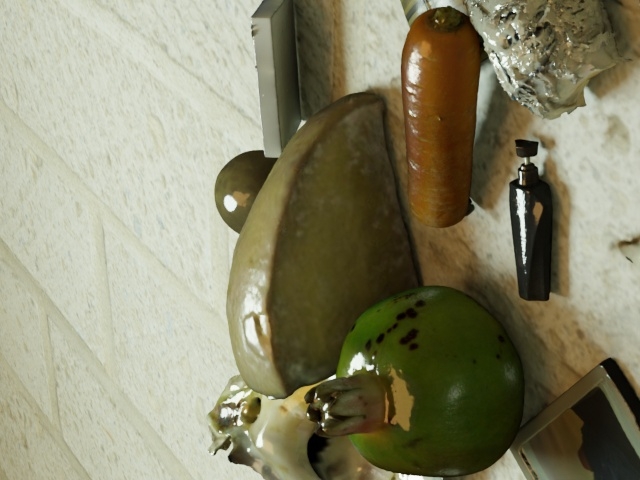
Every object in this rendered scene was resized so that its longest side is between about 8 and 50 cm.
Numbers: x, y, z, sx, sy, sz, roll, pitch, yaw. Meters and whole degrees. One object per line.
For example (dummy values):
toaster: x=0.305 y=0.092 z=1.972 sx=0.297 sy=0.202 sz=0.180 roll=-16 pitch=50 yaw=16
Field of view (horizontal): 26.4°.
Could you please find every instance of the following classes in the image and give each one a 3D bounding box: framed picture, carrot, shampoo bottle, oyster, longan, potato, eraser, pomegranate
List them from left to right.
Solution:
longan: x=-0.059 y=-0.046 z=1.496 sx=0.119 sy=0.106 sz=0.106 roll=32 pitch=143 yaw=6
eraser: x=-0.044 y=-0.171 z=1.395 sx=0.104 sy=0.023 sz=0.150 roll=-68 pitch=-24 yaw=-61
potato: x=-0.035 y=-0.001 z=1.366 sx=0.211 sy=0.189 sz=0.264 roll=12 pitch=116 yaw=60
oyster: x=0.020 y=0.214 z=1.419 sx=0.275 sy=0.100 sz=0.271 roll=-37 pitch=63 yaw=26
pomegranate: x=0.078 y=0.133 z=1.213 sx=0.180 sy=0.210 sz=0.179 roll=10 pitch=103 yaw=47
carrot: x=0.101 y=-0.103 z=1.144 sx=0.067 sy=0.067 sz=0.225 roll=50 pitch=158 yaw=37
shampoo bottle: x=0.176 y=-0.016 z=1.139 sx=0.048 sy=0.027 sz=0.137 roll=27 pitch=129 yaw=54
framed picture: x=0.264 y=0.248 z=1.150 sx=0.265 sy=0.018 sz=0.192 roll=62 pitch=151 yaw=19

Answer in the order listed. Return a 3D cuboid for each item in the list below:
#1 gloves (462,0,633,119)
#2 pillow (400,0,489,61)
gloves: x=0.159 y=-0.172 z=1.026 sx=0.153 sy=0.070 sz=0.114 roll=65 pitch=153 yaw=17
pillow: x=0.089 y=-0.234 z=1.157 sx=0.113 sy=0.038 sz=0.203 roll=-34 pitch=76 yaw=61
